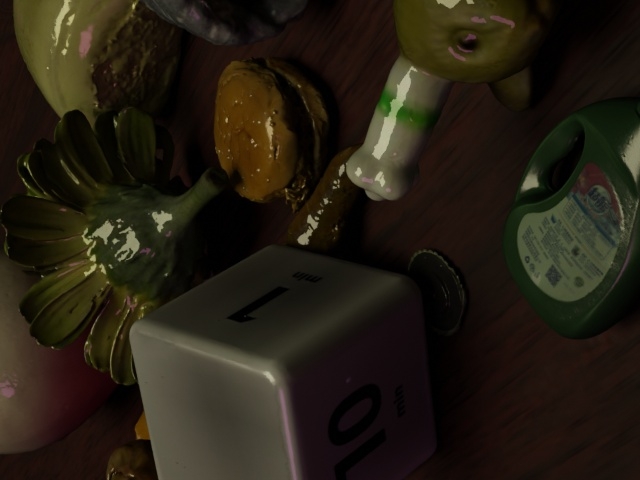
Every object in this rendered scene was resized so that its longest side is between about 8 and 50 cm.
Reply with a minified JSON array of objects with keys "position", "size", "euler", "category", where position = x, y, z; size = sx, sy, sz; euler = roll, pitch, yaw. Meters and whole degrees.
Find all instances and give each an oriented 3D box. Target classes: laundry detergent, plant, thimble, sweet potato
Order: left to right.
[{"position":[-0.179,-0.022,1.442],"size":[0.306,0.261,0.297],"euler":[43,113,-8],"category":"plant"},{"position":[-0.099,-0.306,1.213],"size":[0.172,0.205,0.236],"euler":[36,155,53],"category":"thimble"},{"position":[0.000,0.000,1.287],"size":[0.067,0.067,0.274],"euler":[54,137,33],"category":"sweet potato"},{"position":[0.203,-0.037,0.944],"size":[0.137,0.063,0.211],"euler":[62,146,35],"category":"laundry detergent"}]

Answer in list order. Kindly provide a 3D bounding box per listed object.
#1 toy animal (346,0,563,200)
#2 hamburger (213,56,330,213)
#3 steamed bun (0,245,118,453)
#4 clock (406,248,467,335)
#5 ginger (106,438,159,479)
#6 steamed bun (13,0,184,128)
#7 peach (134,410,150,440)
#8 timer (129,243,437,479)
[{"position":[0.121,-0.197,0.918],"size":[0.180,0.181,0.363],"euler":[-150,55,-61],"category":"toy animal"},{"position":[-0.051,-0.106,1.310],"size":[0.147,0.083,0.138],"euler":[47,143,44],"category":"hamburger"},{"position":[-0.400,0.154,1.819],"size":[0.309,0.309,0.309],"euler":[27,123,52],"category":"steamed bun"},{"position":[0.102,0.045,1.185],"size":[0.083,0.010,0.074],"euler":[47,138,39],"category":"clock"},{"position":[-0.090,0.328,1.405],"size":[0.321,0.165,0.172],"euler":[19,134,23],"category":"ginger"},{"position":[-0.275,-0.256,1.535],"size":[0.232,0.166,0.273],"euler":[51,140,33],"category":"steamed bun"},{"position":[-0.149,0.238,1.550],"size":[0.138,0.138,0.138],"euler":[27,123,52],"category":"peach"},{"position":[-0.030,0.136,1.198],"size":[0.194,0.195,0.192],"euler":[13,121,39],"category":"timer"}]
